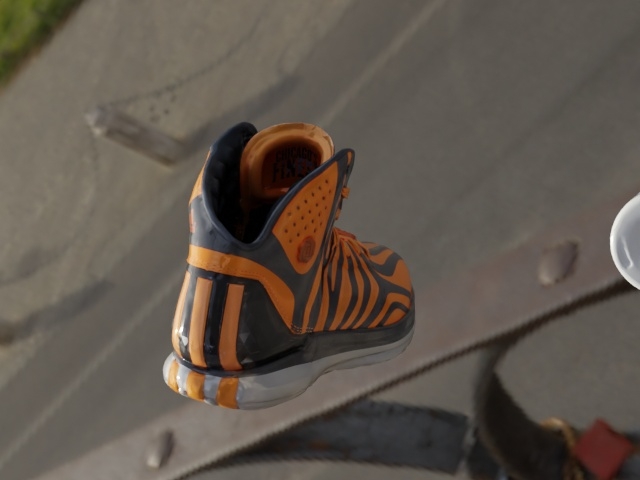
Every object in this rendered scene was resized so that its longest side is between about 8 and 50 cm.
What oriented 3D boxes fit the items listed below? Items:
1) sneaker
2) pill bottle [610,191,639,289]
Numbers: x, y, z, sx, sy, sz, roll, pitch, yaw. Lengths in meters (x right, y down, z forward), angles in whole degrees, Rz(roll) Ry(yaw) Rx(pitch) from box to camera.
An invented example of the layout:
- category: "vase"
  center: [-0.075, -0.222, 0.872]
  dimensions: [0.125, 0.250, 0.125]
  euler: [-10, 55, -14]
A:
- category: "sneaker"
  center: [0.000, 0.000, 1.136]
  dimensions: [0.125, 0.321, 0.180]
  euler: [13, 105, 19]
- category: "pill bottle"
  center: [0.323, -0.014, 1.383]
  dimensions: [0.094, 0.169, 0.094]
  euler: [6, 105, 22]
